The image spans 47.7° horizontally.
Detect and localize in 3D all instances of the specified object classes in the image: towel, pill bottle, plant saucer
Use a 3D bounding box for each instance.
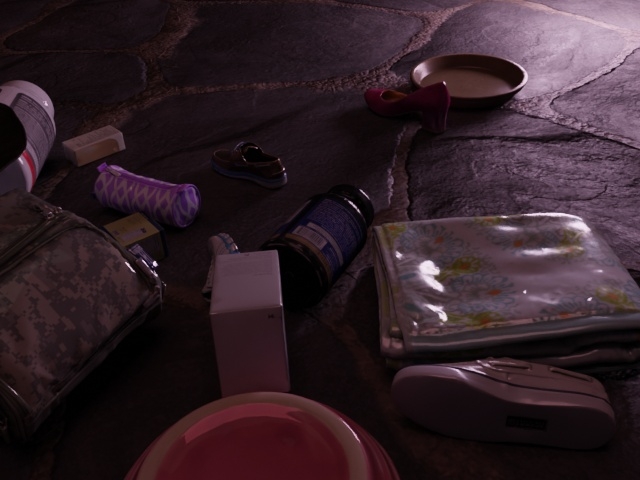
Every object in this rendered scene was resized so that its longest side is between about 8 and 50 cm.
[{"bbox_3d":[0.263,0.064,1.056,0.374,0.090,0.321,-3,33,1],"label":"towel"},{"bbox_3d":[0.000,0.000,1.149,0.122,0.123,0.219,15,37,24],"label":"pill bottle"},{"bbox_3d":[0.354,-0.384,1.742,0.277,0.041,0.278,-3,35,2],"label":"plant saucer"},{"bbox_3d":[-0.633,-0.199,1.443,0.176,0.176,0.319,-5,35,-2],"label":"pill bottle"},{"bbox_3d":[-0.071,0.284,0.787,0.331,0.084,0.332,-3,35,2],"label":"plant saucer"}]

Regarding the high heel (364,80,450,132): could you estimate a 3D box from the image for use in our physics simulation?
[{"bbox_3d":[0.186,-0.328,1.607,0.082,0.117,0.244,-25,40,-27],"label":"high heel"}]

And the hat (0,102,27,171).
[{"bbox_3d":[-0.661,-0.185,1.185,0.331,0.134,0.331,-5,47,5],"label":"hat"}]

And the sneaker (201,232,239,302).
[{"bbox_3d":[-0.155,0.056,1.135,0.082,0.071,0.191,-22,39,-16],"label":"sneaker"}]

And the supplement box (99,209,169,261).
[{"bbox_3d":[-0.317,0.002,1.232,0.083,0.056,0.083,-26,41,-28],"label":"supplement box"}]

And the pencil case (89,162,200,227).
[{"bbox_3d":[-0.320,-0.086,1.332,0.206,0.088,0.086,15,38,23],"label":"pencil case"}]

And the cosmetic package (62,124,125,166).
[{"bbox_3d":[-0.486,-0.203,1.553,0.115,0.041,0.060,-28,42,-30],"label":"cosmetic package"}]

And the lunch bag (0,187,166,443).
[{"bbox_3d":[-0.393,0.103,0.980,0.256,0.213,0.305,27,43,13],"label":"lunch bag"}]

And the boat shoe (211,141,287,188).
[{"bbox_3d":[-0.143,-0.162,1.442,0.183,0.066,0.066,18,40,27],"label":"boat shoe"}]

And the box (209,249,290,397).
[{"bbox_3d":[-0.094,0.107,0.975,0.090,0.130,0.170,-5,23,-3],"label":"box"}]

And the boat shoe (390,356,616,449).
[{"bbox_3d":[0.223,0.186,0.894,0.267,0.096,0.088,4,31,9],"label":"boat shoe"}]
